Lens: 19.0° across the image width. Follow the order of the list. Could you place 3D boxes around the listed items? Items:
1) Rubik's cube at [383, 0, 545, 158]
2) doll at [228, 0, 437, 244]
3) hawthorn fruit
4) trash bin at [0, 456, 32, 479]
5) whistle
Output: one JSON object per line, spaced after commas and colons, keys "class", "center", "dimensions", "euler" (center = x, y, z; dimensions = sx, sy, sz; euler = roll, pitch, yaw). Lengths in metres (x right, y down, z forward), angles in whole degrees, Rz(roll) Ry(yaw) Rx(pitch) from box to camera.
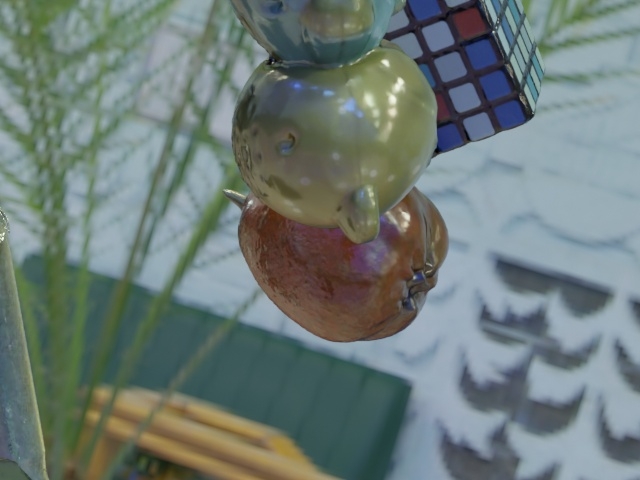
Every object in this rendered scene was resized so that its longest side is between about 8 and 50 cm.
{"class": "Rubik's cube", "center": [0.115, -0.200, 1.983], "dimensions": [0.182, 0.184, 0.187], "euler": [-18, 18, 18]}
{"class": "doll", "center": [0.005, -0.135, 1.454], "dimensions": [0.162, 0.260, 0.177], "euler": [-11, 16, -13]}
{"class": "hawthorn fruit", "center": [0.000, 0.000, 1.940], "dimensions": [0.251, 0.199, 0.199], "euler": [23, 4, 23]}
{"class": "trash bin", "center": [-0.327, 0.288, 1.541], "dimensions": [0.165, 0.225, 0.115], "euler": [10, 5, -20]}
{"class": "whistle", "center": [-0.330, 0.112, 1.977], "dimensions": [0.057, 0.326, 0.068], "euler": [-11, 12, -18]}
